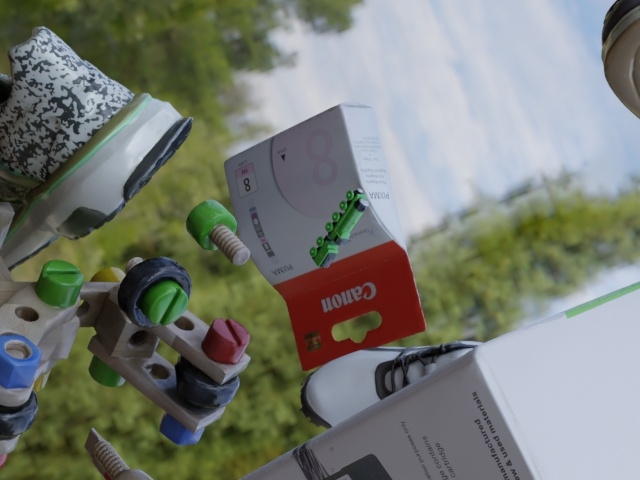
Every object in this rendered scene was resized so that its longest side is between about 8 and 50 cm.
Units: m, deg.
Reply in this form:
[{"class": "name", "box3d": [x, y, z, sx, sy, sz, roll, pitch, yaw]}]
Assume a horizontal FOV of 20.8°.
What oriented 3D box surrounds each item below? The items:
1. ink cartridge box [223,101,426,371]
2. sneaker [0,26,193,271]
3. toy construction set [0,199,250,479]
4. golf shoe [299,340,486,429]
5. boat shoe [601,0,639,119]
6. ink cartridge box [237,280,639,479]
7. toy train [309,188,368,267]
[{"class": "ink cartridge box", "box3d": [0.000, 0.000, 1.750, 0.189, 0.066, 0.232, -23, -108, 44]}, {"class": "sneaker", "box3d": [-0.271, -0.087, 1.528, 0.182, 0.158, 0.410, 51, -36, -12]}, {"class": "toy construction set", "box3d": [-0.215, 0.094, 1.461, 0.237, 0.257, 0.308, 45, -30, 38]}, {"class": "golf shoe", "box3d": [0.081, 0.108, 1.381, 0.094, 0.198, 0.077, 92, -7, -67]}, {"class": "boat shoe", "box3d": [0.281, -0.118, 1.092, 0.103, 0.285, 0.092, -51, -137, 41]}, {"class": "ink cartridge box", "box3d": [0.087, 0.143, 1.103, 0.273, 0.198, 0.114, -34, -102, 42]}, {"class": "toy train", "box3d": [0.017, -0.010, 1.554, 0.083, 0.017, 0.023, -57, -133, 26]}]
